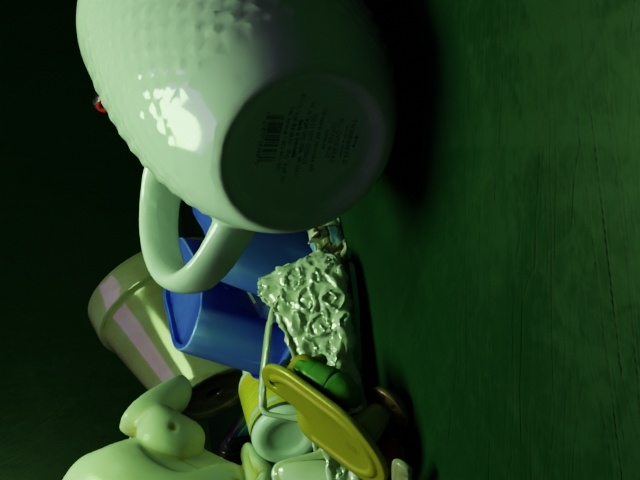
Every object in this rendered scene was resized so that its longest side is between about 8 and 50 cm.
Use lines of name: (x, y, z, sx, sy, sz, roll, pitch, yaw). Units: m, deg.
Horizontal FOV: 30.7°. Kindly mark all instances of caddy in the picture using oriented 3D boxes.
caddy: (-0.095, 0.044, 1.627, 0.241, 0.179, 0.341, -66, 22, 18)

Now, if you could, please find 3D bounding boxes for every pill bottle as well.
pill bottle: (-0.067, 0.241, 1.748, 0.184, 0.103, 0.103, -115, 22, -58)

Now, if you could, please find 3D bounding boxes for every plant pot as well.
plant pot: (-0.268, 0.198, 2.344, 0.280, 0.323, 0.323, 59, 157, 30)

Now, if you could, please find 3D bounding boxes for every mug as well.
mug: (-0.091, -0.122, 1.156, 0.374, 0.276, 0.328, -64, 34, 22)

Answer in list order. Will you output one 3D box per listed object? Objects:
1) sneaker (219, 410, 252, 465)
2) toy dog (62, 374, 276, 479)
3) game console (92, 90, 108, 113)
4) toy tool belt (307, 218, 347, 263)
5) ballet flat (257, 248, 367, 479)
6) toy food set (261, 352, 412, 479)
sneaker: (-0.119, 0.342, 1.964, 0.341, 0.125, 0.139, 112, 160, -47)
toy dog: (-0.153, 0.422, 1.669, 0.284, 0.408, 0.395, -61, -16, 6)
game console: (-0.197, -0.360, 1.624, 0.060, 0.342, 0.386, 41, -166, -20)
toy tool belt: (0.000, 0.000, 1.424, 0.052, 0.051, 0.083, 99, 161, -53)
ballet flat: (-0.003, 0.216, 1.344, 0.147, 0.147, 0.409, 128, 135, -74)
toy food set: (0.037, 0.182, 1.214, 0.218, 0.071, 0.128, 34, 153, 31)
